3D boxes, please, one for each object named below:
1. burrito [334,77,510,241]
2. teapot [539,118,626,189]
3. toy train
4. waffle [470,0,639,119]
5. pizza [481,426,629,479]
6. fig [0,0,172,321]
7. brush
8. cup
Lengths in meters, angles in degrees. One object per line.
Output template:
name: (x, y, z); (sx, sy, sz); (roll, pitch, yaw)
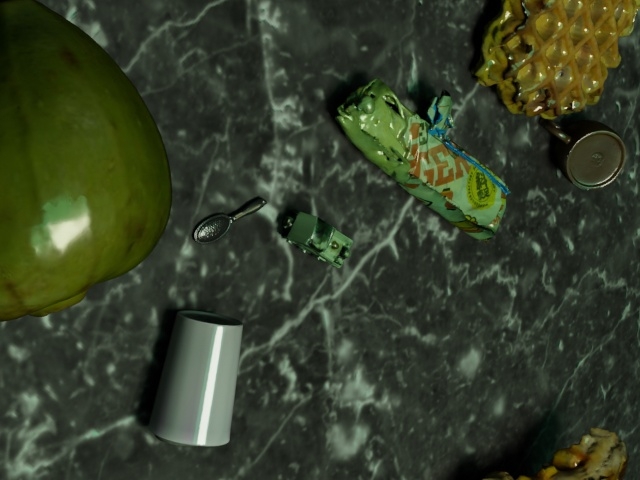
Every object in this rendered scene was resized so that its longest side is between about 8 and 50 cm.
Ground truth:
burrito: (0.118, -0.092, 1.182); (0.288, 0.054, 0.104); (32, 82, -43)
teapot: (0.301, -0.108, 1.338); (0.121, 0.068, 0.076); (28, 107, -23)
toy train: (0.000, 0.000, 1.109); (0.083, 0.053, 0.033); (31, 82, -42)
waffle: (0.273, -0.246, 1.255); (0.243, 0.058, 0.238); (-6, 116, -43)
pizza: (0.157, 0.398, 1.340); (0.406, 0.130, 0.440); (12, 106, -43)
fig: (-0.214, -0.058, 0.807); (0.203, 0.203, 0.225); (-14, 93, -38)
brush: (-0.082, -0.019, 1.059); (0.083, 0.008, 0.024); (-30, 119, -31)
cup: (-0.104, 0.126, 1.056); (0.104, 0.074, 0.116); (3, 99, -67)
